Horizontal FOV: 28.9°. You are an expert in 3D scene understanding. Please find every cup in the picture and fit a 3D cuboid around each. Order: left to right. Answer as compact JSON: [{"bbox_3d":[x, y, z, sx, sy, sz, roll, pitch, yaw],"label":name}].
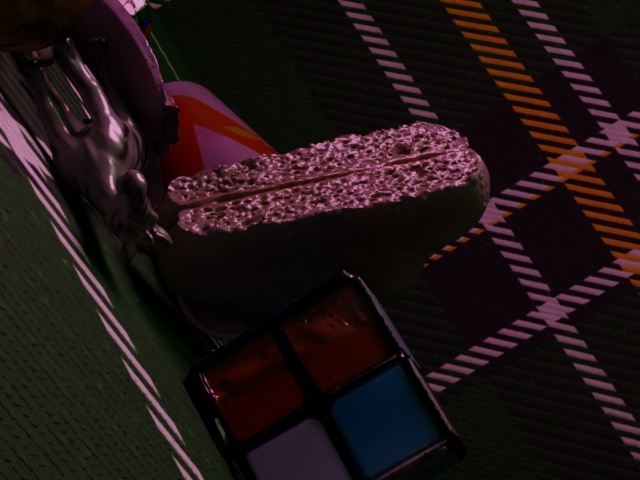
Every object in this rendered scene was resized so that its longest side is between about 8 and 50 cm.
[{"bbox_3d":[-0.114,-0.053,1.361,0.288,0.203,0.203,51,-4,47],"label":"cup"}]

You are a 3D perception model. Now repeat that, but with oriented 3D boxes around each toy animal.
[{"bbox_3d":[-0.204,-0.095,1.095,0.255,0.089,0.170,-109,175,-64],"label":"toy animal"}]

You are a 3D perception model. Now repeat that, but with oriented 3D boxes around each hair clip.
[{"bbox_3d":[-0.226,-0.211,1.261,0.095,0.110,0.359,17,23,-41],"label":"hair clip"}]

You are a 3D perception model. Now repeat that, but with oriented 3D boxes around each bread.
[{"bbox_3d":[0.002,0.002,1.200,0.102,0.337,0.183,-124,-151,-45],"label":"bread"}]

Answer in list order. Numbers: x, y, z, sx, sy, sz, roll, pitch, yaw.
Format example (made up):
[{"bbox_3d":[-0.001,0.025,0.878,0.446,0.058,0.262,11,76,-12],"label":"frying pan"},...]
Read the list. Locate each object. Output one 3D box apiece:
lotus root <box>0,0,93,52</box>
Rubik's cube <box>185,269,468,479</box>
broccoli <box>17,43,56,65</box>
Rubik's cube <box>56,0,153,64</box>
[{"bbox_3d":[-0.258,-0.234,0.988,0.169,0.141,0.314,56,2,0],"label":"lotus root"},{"bbox_3d":[0.010,0.156,1.117,0.180,0.183,0.167,57,3,17],"label":"Rubik's cube"},{"bbox_3d":[-0.302,-0.266,1.213,0.122,0.118,0.204,115,-40,-79],"label":"broccoli"},{"bbox_3d":[-0.262,-0.261,1.452,0.133,0.133,0.112,59,-40,5],"label":"Rubik's cube"}]
